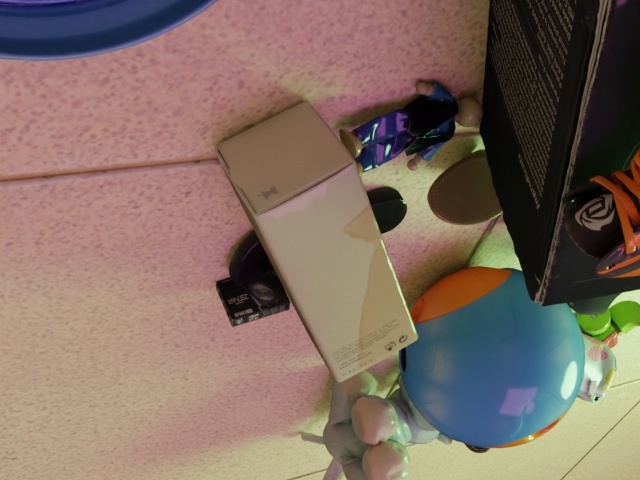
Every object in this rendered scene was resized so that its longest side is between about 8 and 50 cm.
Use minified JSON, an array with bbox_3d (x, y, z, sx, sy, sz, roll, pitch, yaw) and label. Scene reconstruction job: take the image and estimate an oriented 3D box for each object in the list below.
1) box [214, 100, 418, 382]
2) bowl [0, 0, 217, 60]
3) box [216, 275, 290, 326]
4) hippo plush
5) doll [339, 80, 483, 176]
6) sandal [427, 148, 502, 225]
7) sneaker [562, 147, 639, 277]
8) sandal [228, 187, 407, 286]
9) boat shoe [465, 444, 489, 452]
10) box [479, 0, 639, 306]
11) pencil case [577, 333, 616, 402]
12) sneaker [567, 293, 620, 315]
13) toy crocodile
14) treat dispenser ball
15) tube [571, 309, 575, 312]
[{"bbox_3d":[0.002,0.009,1.031,0.121,0.148,0.311,-28,136,-5],"label":"box"},{"bbox_3d":[-0.183,-0.299,0.592,0.391,0.077,0.391,-19,147,-13],"label":"bowl"},{"bbox_3d":[-0.091,0.074,1.183,0.083,0.067,0.018,-15,145,-17],"label":"box"},{"bbox_3d":[0.142,0.350,1.579,0.237,0.234,0.294,-9,142,-25],"label":"hippo plush"},{"bbox_3d":[0.114,-0.131,1.065,0.189,0.046,0.129,-23,138,-18],"label":"doll"},{"bbox_3d":[0.227,-0.086,1.185,0.240,0.088,0.079,-30,-172,-21],"label":"sandal"},{"bbox_3d":[0.277,-0.049,0.700,0.180,0.124,0.321,-24,144,19],"label":"sneaker"},{"bbox_3d":[0.000,-0.001,1.155,0.255,0.054,0.097,-22,147,-8],"label":"sandal"},{"bbox_3d":[0.277,0.290,1.620,0.073,0.206,0.073,-11,171,-1],"label":"boat shoe"},{"bbox_3d":[0.434,-0.199,0.886,0.480,0.297,0.471,-10,145,0],"label":"box"},{"bbox_3d":[0.417,0.215,1.623,0.273,0.124,0.113,22,147,-27],"label":"pencil case"},{"bbox_3d":[0.379,0.043,1.377,0.222,0.083,0.118,23,125,-2],"label":"sneaker"},{"bbox_3d":[0.506,0.221,1.782,0.341,0.105,0.115,-30,147,4],"label":"toy crocodile"},{"bbox_3d":[0.268,0.183,1.388,0.288,0.288,0.288,-19,146,-13],"label":"treat dispenser ball"},{"bbox_3d":[0.445,0.126,1.654,0.240,0.070,0.062,-47,-175,37],"label":"tube"}]
